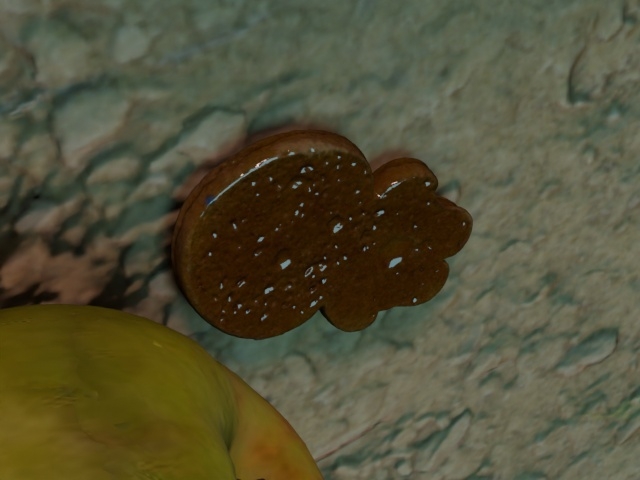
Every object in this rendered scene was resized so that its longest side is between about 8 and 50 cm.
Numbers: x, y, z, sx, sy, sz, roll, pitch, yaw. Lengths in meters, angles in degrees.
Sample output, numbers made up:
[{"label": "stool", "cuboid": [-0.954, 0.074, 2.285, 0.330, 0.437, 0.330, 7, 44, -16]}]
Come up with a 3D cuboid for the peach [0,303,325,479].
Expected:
[{"label": "peach", "cuboid": [-0.142, 0.176, 0.602, 0.316, 0.314, 0.281, -21, 95, 18]}]

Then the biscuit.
[{"label": "biscuit", "cuboid": [0.000, 0.000, 0.738, 0.175, 0.026, 0.124, 8, 120, -36]}]
